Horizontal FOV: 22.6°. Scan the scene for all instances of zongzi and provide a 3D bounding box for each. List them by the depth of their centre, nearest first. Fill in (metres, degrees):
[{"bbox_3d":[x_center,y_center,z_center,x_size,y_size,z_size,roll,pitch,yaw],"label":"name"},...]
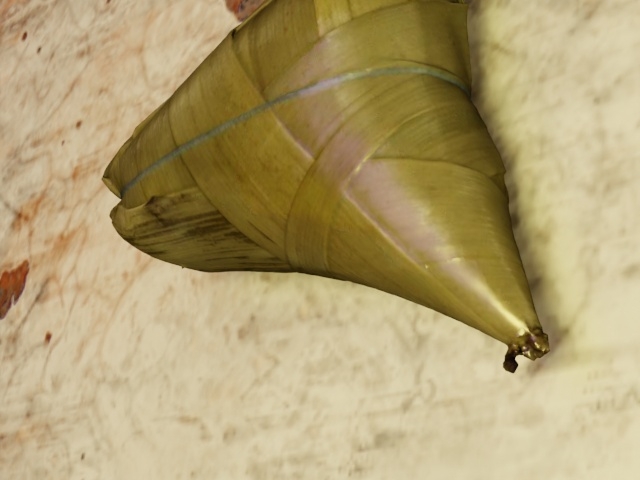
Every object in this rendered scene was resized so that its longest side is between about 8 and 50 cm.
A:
[{"bbox_3d":[0.000,0.000,0.786,0.228,0.115,0.256,-42,54,35],"label":"zongzi"}]
